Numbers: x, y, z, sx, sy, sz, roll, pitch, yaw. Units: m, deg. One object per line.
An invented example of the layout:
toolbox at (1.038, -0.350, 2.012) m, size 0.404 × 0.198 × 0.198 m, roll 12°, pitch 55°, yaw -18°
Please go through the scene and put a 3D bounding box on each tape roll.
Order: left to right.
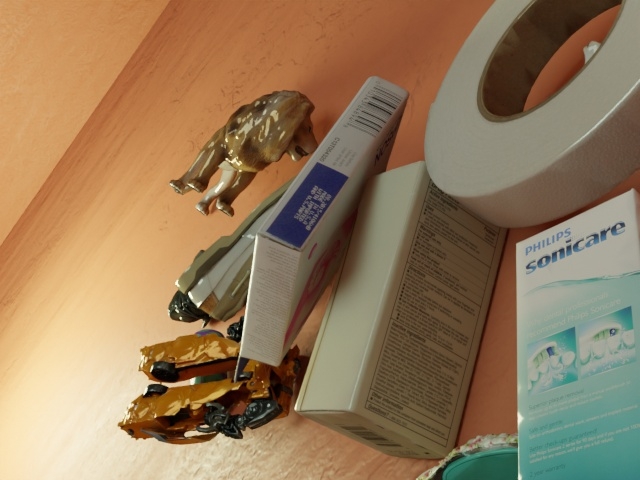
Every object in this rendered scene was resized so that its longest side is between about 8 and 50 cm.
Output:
tape roll at (0.265, -0.193, 1.016) m, size 0.392 × 0.072 × 0.392 m, roll -43°, pitch 26°, yaw 28°

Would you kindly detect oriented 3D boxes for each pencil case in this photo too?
pencil case at (-0.182, 0.217, 1.525) m, size 0.070 × 0.064 × 0.152 m, roll -34°, pitch 37°, yaw 26°

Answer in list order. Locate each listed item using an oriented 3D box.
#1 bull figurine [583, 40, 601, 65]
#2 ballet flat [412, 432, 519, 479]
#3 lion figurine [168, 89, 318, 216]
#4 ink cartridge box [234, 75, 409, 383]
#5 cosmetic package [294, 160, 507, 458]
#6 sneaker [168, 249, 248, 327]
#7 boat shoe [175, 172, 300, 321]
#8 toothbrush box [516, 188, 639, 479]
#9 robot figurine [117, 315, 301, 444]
bull figurine at (0.391, -0.171, 0.963) m, size 0.188 × 0.101 × 0.310 m, roll -56°, pitch 29°, yaw 14°
ballet flat at (0.144, 0.249, 0.988) m, size 0.241 × 0.091 × 0.077 m, roll -36°, pitch 14°, yaw 29°
lion figurine at (-0.156, -0.169, 1.766) m, size 0.240 × 0.142 × 0.392 m, roll -56°, pitch 25°, yaw -10°
ink cartridge box at (0.000, 0.000, 1.264) m, size 0.324 × 0.071 × 0.330 m, roll -57°, pitch -13°, yaw -38°
cosmetic package at (0.102, 0.083, 1.120) m, size 0.113 × 0.160 × 0.309 m, roll -15°, pitch 51°, yaw 52°
sneaker at (-0.188, 0.103, 1.621) m, size 0.130 × 0.087 × 0.227 m, roll -61°, pitch 26°, yaw 0°
boat shoe at (-0.089, 0.006, 1.516) m, size 0.302 × 0.103 × 0.113 m, roll -44°, pitch -2°, yaw -21°
toothbrush box at (0.268, 0.144, 0.753) m, size 0.126 × 0.216 × 0.295 m, roll -30°, pitch 39°, yaw 40°
robot figurine at (-0.152, 0.208, 1.400) m, size 0.291 × 0.085 × 0.211 m, roll -11°, pitch 48°, yaw 26°
